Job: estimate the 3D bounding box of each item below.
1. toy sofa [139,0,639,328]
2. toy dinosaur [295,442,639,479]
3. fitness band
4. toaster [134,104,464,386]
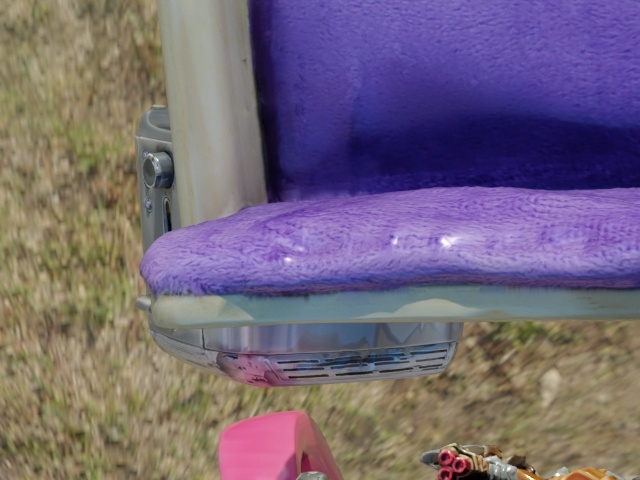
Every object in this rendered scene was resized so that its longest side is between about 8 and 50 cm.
[{"bbox_3d":[0.109,-0.057,0.687,0.363,0.177,0.150,-2,98,27],"label":"toy sofa"},{"bbox_3d":[0.075,0.128,0.447,0.218,0.322,0.164,27,115,3],"label":"toy dinosaur"},{"bbox_3d":[0.002,0.219,0.993,0.054,0.291,0.209,-14,47,6],"label":"fitness band"},{"bbox_3d":[0.000,0.000,1.054,0.227,0.129,0.146,-2,99,-34],"label":"toaster"}]
